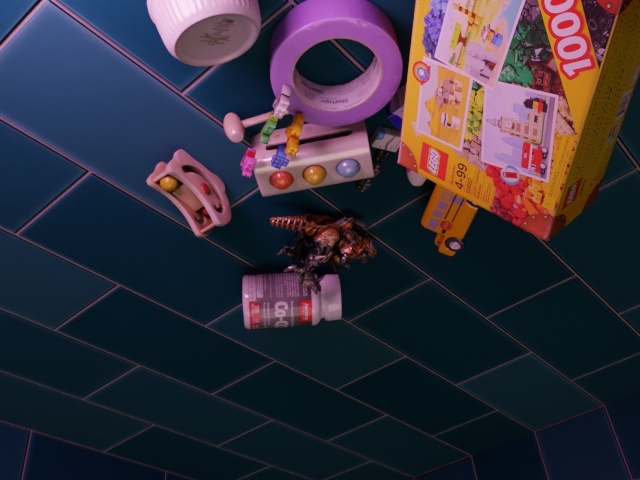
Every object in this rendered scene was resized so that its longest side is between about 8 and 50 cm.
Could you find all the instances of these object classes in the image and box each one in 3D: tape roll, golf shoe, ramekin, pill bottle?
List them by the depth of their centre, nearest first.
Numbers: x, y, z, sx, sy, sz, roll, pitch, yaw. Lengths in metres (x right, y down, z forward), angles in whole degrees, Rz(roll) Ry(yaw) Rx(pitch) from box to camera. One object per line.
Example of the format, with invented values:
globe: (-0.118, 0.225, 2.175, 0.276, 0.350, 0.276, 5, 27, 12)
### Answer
ramekin: (-0.210, -0.417, 1.311, 0.207, 0.109, 0.207, -17, 165, -5)
tape roll: (0.031, -0.372, 1.474, 0.275, 0.090, 0.274, -4, 141, -3)
golf shoe: (0.254, -0.192, 1.723, 0.068, 0.085, 0.186, 0, 142, -9)
pill bottle: (-0.084, 0.174, 2.062, 0.284, 0.161, 0.161, -3, 140, -4)

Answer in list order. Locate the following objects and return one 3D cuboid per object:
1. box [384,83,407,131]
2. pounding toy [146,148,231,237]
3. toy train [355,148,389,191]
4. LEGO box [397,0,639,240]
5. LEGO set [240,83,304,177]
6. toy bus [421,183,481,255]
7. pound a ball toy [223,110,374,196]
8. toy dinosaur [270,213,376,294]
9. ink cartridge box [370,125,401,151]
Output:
box: (0.236, -0.301, 1.598, 0.137, 0.072, 0.126, -30, 134, 26)
pounding toy: (-0.324, -0.085, 1.725, 0.155, 0.154, 0.269, -28, 135, 25)
toy train: (0.133, -0.180, 1.769, 0.036, 0.027, 0.158, 3, 140, -28)
LEGO box: (0.362, -0.311, 1.290, 0.193, 0.373, 0.500, -33, 141, -34)
LEGO set: (-0.090, -0.206, 1.497, 0.087, 0.093, 0.227, 19, 130, -19)
toy bus: (0.351, -0.108, 1.792, 0.130, 0.108, 0.332, 21, 141, 5)
pound a ball toy: (-0.047, -0.208, 1.626, 0.319, 0.135, 0.208, -10, 141, 4)
toy dinosaur: (0.000, 0.000, 1.913, 0.322, 0.164, 0.218, 33, 114, -15)
ink cartridge box: (0.168, -0.243, 1.693, 0.083, 0.028, 0.048, 10, 138, -19)
